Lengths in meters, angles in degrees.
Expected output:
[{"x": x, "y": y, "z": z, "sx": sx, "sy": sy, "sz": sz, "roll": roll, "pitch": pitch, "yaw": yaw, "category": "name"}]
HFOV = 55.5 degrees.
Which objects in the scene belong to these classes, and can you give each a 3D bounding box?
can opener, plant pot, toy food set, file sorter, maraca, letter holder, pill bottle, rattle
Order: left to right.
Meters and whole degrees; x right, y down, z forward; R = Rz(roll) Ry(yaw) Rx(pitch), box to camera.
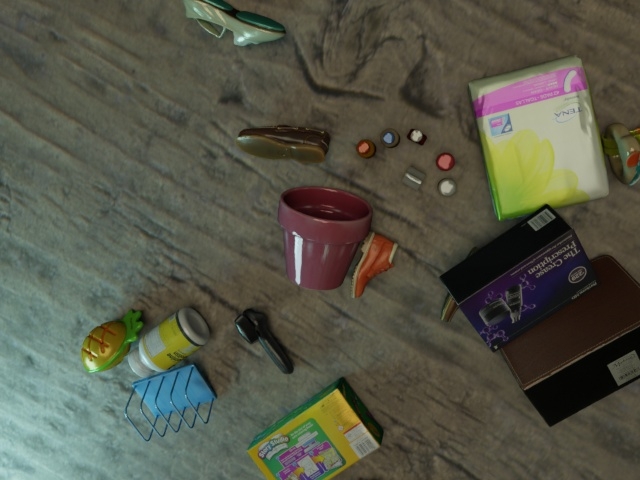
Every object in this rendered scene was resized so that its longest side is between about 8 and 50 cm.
[{"x": -0.499, "y": 0.241, "z": 1.461, "sx": 0.185, "sy": 0.127, "sz": 0.099, "roll": -39, "pitch": 132, "yaw": 5, "category": "maraca"}, {"x": -0.361, "y": 0.245, "z": 1.438, "sx": 0.184, "sy": 0.103, "sz": 0.103, "roll": -35, "pitch": 90, "yaw": 12, "category": "pill bottle"}, {"x": -0.353, "y": 0.387, "z": 1.436, "sx": 0.170, "sy": 0.104, "sz": 0.118, "roll": -20, "pitch": 118, "yaw": 11, "category": "file sorter"}, {"x": -0.126, "y": 0.238, "z": 1.424, "sx": 0.073, "sy": 0.059, "sz": 0.186, "roll": -39, "pitch": 100, "yaw": -14, "category": "can opener"}, {"x": 0.000, "y": 0.000, "z": 1.311, "sx": 0.201, "sy": 0.201, "sz": 0.180, "roll": 13, "pitch": 114, "yaw": 8, "category": "plant pot"}, {"x": 0.195, "y": -0.175, "z": 1.289, "sx": 0.232, "sy": 0.104, "sz": 0.111, "roll": 31, "pitch": 101, "yaw": 5, "category": "toy food set"}, {"x": 0.536, "y": 0.200, "z": 1.268, "sx": 0.301, "sy": 0.214, "sz": 0.152, "roll": -34, "pitch": 122, "yaw": 12, "category": "letter holder"}, {"x": 0.631, "y": -0.172, "z": 1.165, "sx": 0.142, "sy": 0.199, "sz": 0.130, "roll": 0, "pitch": 97, "yaw": 10, "category": "rattle"}]

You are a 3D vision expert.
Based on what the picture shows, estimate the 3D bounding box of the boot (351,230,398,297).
[{"x": 0.118, "y": 0.064, "z": 1.358, "sx": 0.084, "sy": 0.059, "sz": 0.158, "roll": 20, "pitch": 99, "yaw": 2, "category": "boot"}]

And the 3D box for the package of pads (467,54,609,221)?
[{"x": 0.446, "y": -0.207, "z": 1.245, "sx": 0.229, "sy": 0.101, "sz": 0.297, "roll": -12, "pitch": 95, "yaw": 12, "category": "package of pads"}]

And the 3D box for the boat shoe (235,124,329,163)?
[{"x": -0.082, "y": -0.222, "z": 1.356, "sx": 0.206, "sy": 0.073, "sz": 0.073, "roll": 10, "pitch": 61, "yaw": 5, "category": "boat shoe"}]

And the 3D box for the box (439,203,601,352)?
[{"x": 0.406, "y": 0.081, "z": 1.238, "sx": 0.261, "sy": 0.103, "sz": 0.184, "roll": -36, "pitch": 126, "yaw": 9, "category": "box"}]

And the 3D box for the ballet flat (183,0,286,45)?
[{"x": -0.193, "y": -0.478, "z": 1.342, "sx": 0.248, "sy": 0.086, "sz": 0.086, "roll": 27, "pitch": 101, "yaw": 7, "category": "ballet flat"}]

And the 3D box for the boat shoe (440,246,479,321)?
[{"x": 0.318, "y": 0.104, "z": 1.323, "sx": 0.060, "sy": 0.064, "sz": 0.178, "roll": 28, "pitch": 98, "yaw": 7, "category": "boat shoe"}]

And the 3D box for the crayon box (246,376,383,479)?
[{"x": -0.013, "y": 0.468, "z": 1.416, "sx": 0.278, "sy": 0.081, "sz": 0.165, "roll": -37, "pitch": 89, "yaw": 12, "category": "crayon box"}]
